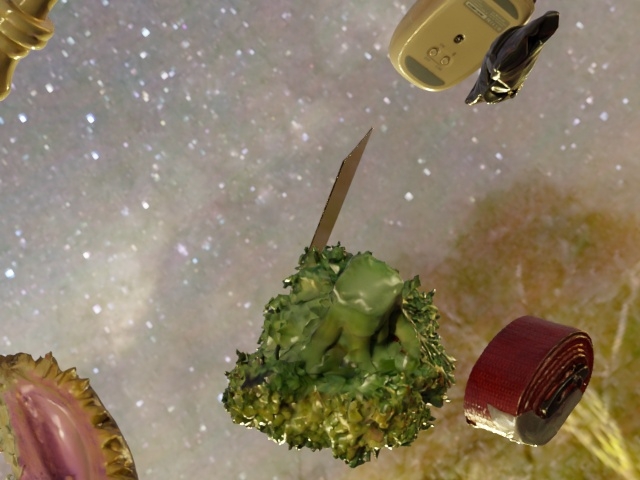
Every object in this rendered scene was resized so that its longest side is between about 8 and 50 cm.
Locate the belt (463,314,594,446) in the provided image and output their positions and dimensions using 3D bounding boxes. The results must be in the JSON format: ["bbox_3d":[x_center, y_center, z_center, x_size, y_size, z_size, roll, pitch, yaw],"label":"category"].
[{"bbox_3d":[0.304,0.199,1.281,0.201,0.124,0.128,-42,-57,-27],"label":"belt"}]

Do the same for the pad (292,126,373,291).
[{"bbox_3d":[-0.001,0.000,1.232,0.202,0.005,0.300,-55,-12,-66],"label":"pad"}]

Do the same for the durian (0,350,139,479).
[{"bbox_3d":[-0.185,0.244,0.783,0.112,0.341,0.191,-28,-36,-8],"label":"durian"}]

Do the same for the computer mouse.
[{"bbox_3d":[0.209,-0.325,1.362,0.145,0.082,0.236,30,-50,-22],"label":"computer mouse"}]

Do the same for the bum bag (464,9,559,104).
[{"bbox_3d":[0.134,-0.126,0.647,0.058,0.034,0.124,-40,-8,-7],"label":"bum bag"}]

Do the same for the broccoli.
[{"bbox_3d":[0.019,0.074,0.722,0.219,0.194,0.194,-29,-25,-20],"label":"broccoli"}]

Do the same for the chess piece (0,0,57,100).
[{"bbox_3d":[-0.438,-0.318,1.308,0.397,0.117,0.117,-48,-23,15],"label":"chess piece"}]
